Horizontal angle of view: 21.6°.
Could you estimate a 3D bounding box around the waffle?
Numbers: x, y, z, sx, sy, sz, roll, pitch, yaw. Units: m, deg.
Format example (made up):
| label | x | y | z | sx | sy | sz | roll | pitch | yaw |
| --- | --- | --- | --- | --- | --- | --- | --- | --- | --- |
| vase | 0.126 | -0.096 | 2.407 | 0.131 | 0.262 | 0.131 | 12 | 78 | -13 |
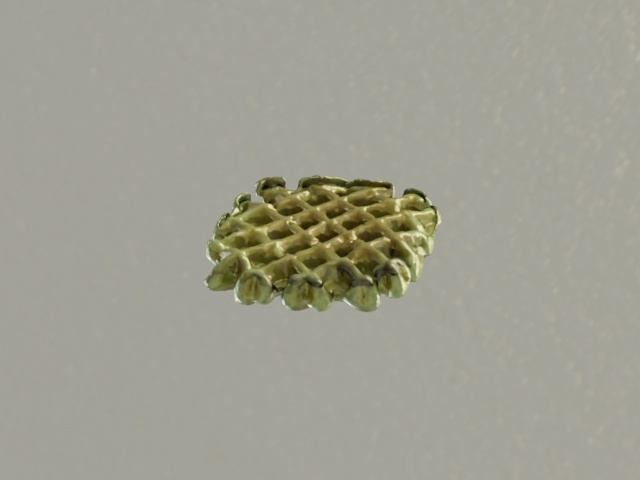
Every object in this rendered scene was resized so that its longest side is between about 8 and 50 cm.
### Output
| label | x | y | z | sx | sy | sz | roll | pitch | yaw |
| --- | --- | --- | --- | --- | --- | --- | --- | --- | --- |
| waffle | 0.000 | 0.000 | 1.257 | 0.169 | 0.183 | 0.036 | 6 | -61 | 14 |
